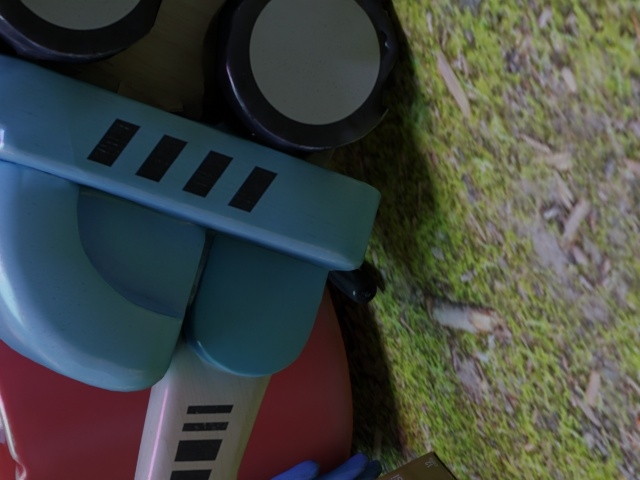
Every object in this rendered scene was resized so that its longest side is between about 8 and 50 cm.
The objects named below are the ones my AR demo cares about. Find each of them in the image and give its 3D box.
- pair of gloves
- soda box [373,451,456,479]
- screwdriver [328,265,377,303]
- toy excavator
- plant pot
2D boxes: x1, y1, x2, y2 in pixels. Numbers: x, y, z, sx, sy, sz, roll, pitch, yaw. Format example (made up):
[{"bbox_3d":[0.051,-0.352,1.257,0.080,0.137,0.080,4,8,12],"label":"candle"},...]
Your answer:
[{"bbox_3d":[-0.017,0.218,1.024,0.198,0.159,0.023,62,-169,-58],"label":"pair of gloves"},{"bbox_3d":[0.076,0.245,0.991,0.061,0.058,0.181,48,152,41],"label":"soda box"},{"bbox_3d":[0.000,0.000,0.985,0.170,0.025,0.024,-127,22,-55],"label":"screwdriver"},{"bbox_3d":[-0.087,0.057,0.821,0.222,0.433,0.445,6,77,67],"label":"toy excavator"},{"bbox_3d":[-0.141,0.100,1.022,0.275,0.243,0.274,46,144,48],"label":"plant pot"}]
